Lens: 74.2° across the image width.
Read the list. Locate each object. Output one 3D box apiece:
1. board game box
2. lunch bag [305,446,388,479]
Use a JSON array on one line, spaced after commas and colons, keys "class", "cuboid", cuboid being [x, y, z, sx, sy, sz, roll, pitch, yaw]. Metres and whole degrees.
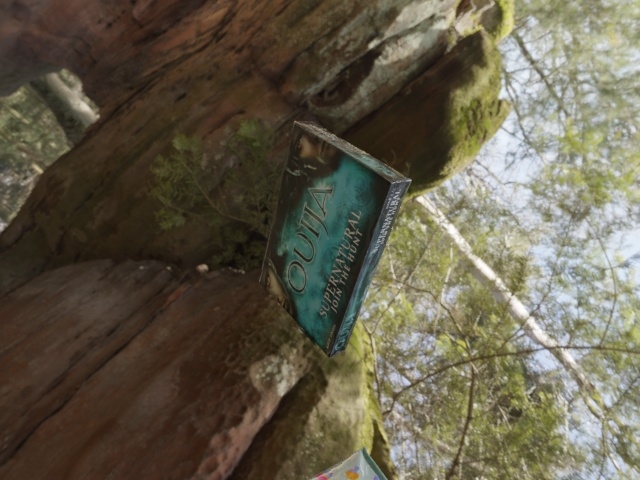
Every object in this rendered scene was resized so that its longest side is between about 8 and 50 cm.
[{"class": "board game box", "cuboid": [0.000, 0.000, 0.396, 0.126, 0.026, 0.186, 40, -53, 36]}, {"class": "lunch bag", "cuboid": [0.069, 0.593, 0.833, 0.224, 0.160, 0.262, -16, -136, -27]}]
